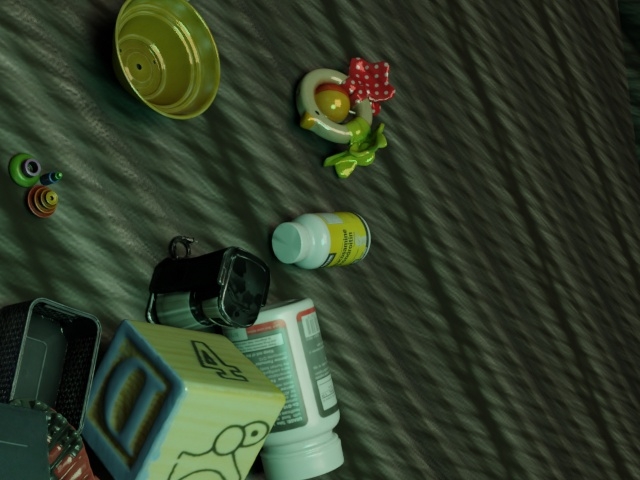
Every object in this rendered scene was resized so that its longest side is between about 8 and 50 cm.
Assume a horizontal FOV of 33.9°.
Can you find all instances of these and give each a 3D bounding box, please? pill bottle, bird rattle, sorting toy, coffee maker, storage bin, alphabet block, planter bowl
[{"bbox_3d":[-0.060,0.249,1.765,0.161,0.161,0.283,-14,91,-49],"label":"pill bottle"},{"bbox_3d":[0.050,-0.266,2.054,0.207,0.143,0.253,19,63,-27],"label":"bird rattle"},{"bbox_3d":[-0.411,-0.086,1.547,0.061,0.042,0.102,-35,106,-47],"label":"sorting toy"},{"bbox_3d":[-0.179,0.063,1.666,0.120,0.178,0.171,1,80,-49],"label":"coffee maker"},{"bbox_3d":[-0.392,0.182,1.470,0.122,0.084,0.180,27,62,-42],"label":"storage bin"},{"bbox_3d":[-0.206,0.247,1.530,0.197,0.193,0.192,17,106,-45],"label":"alphabet block"},{"bbox_3d":[0.000,0.000,1.939,0.184,0.103,0.103,-5,84,-48],"label":"pill bottle"},{"bbox_3d":[-0.273,-0.294,1.718,0.217,0.090,0.217,15,69,-46],"label":"planter bowl"}]

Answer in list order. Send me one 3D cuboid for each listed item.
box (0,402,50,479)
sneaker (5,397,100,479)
[{"bbox_3d":[-0.526,0.387,1.010,0.480,0.297,0.471,24,45,-43],"label":"box"},{"bbox_3d":[-0.347,0.326,1.389,0.276,0.135,0.097,56,46,-15],"label":"sneaker"}]
